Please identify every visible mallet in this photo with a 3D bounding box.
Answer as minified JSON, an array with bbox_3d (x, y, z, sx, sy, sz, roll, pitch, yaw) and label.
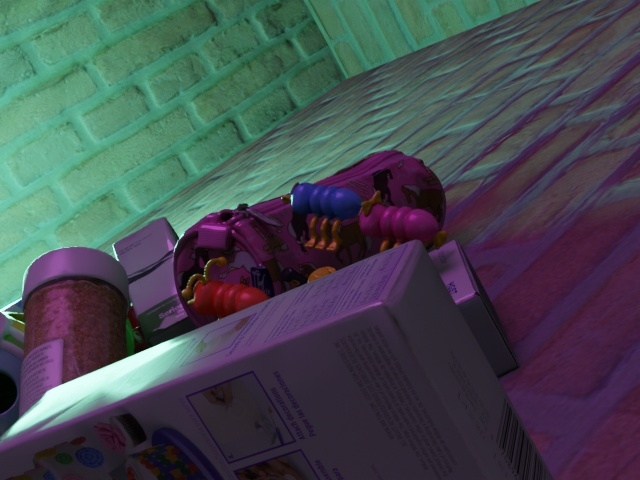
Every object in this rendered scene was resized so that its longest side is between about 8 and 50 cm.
[{"bbox_3d":[0.029,0.065,1.098,0.062,0.189,0.039,-20,57,24],"label":"mallet"}]

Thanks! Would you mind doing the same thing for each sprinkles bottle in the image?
[{"bbox_3d":[-0.258,0.173,1.026,0.121,0.121,0.355,-26,47,15],"label":"sprinkles bottle"}]

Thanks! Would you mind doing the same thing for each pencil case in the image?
[{"bbox_3d":[0.000,0.000,1.224,0.386,0.160,0.167,-24,-13,-46],"label":"pencil case"}]

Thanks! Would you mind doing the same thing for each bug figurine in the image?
[{"bbox_3d":[0.003,0.015,0.973,0.216,0.072,0.279,6,36,30],"label":"bug figurine"}]

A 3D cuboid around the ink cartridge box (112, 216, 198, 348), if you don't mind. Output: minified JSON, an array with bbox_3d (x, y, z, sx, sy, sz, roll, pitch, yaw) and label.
[{"bbox_3d":[-0.189,0.091,1.295,0.086,0.153,0.208,-29,44,-2],"label":"ink cartridge box"}]

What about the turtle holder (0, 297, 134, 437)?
[{"bbox_3d":[-0.361,0.195,1.196,0.320,0.227,0.243,-26,31,-4],"label":"turtle holder"}]

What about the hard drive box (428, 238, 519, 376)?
[{"bbox_3d":[0.066,0.109,0.992,0.232,0.089,0.181,-28,14,10],"label":"hard drive box"}]

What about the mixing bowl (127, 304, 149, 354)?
[{"bbox_3d":[-0.240,0.141,1.508,0.181,0.098,0.181,-28,13,7],"label":"mixing bowl"}]

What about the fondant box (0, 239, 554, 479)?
[{"bbox_3d":[-0.029,0.171,0.645,0.330,0.238,0.096,-24,15,25],"label":"fondant box"}]

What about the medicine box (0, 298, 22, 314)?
[{"bbox_3d":[-0.525,0.225,1.435,0.289,0.149,0.263,-37,9,-23],"label":"medicine box"}]
